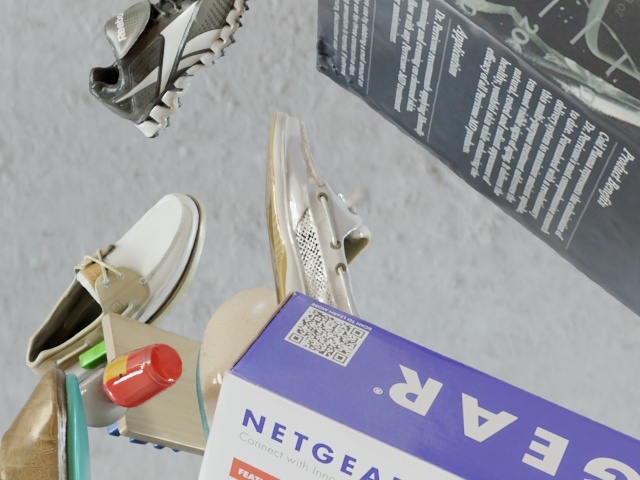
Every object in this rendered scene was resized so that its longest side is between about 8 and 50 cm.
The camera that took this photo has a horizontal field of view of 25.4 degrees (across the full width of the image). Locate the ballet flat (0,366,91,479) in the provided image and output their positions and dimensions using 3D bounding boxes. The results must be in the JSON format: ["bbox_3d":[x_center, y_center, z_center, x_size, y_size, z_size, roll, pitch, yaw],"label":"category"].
[{"bbox_3d":[-0.241,0.259,1.212,0.124,0.116,0.342,-6,125,0],"label":"ballet flat"}]

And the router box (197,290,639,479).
[{"bbox_3d":[0.088,0.224,0.712,0.336,0.082,0.301,24,124,11],"label":"router box"}]

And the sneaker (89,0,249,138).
[{"bbox_3d":[-0.152,-0.203,1.387,0.106,0.078,0.234,23,126,-26],"label":"sneaker"}]

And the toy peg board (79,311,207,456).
[{"bbox_3d":[-0.215,0.192,1.736,0.079,0.160,0.161,-33,144,28],"label":"toy peg board"}]

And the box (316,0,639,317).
[{"bbox_3d":[0.324,-0.234,1.256,0.480,0.472,0.297,-47,167,-16],"label":"box"}]

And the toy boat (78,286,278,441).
[{"bbox_3d":[-0.114,0.171,1.546,0.318,0.267,0.148,16,147,-42],"label":"toy boat"}]

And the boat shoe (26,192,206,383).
[{"bbox_3d":[-0.257,0.063,1.795,0.103,0.113,0.302,29,96,-42],"label":"boat shoe"}]

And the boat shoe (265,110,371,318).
[{"bbox_3d":[0.000,0.000,1.367,0.096,0.277,0.098,-5,155,-5],"label":"boat shoe"}]
